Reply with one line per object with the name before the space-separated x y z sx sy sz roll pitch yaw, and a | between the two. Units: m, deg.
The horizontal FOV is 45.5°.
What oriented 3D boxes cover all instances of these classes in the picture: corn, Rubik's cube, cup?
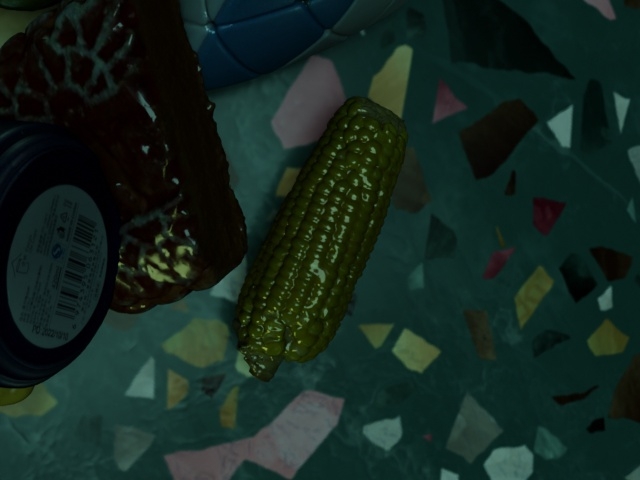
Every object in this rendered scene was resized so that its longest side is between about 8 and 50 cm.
corn | 0.000 0.000 0.668 0.097 0.097 0.261 25 86 -15
Rubik's cube | -0.027 -0.214 0.630 0.254 0.254 0.254 -1 95 -15
cup | -0.269 0.014 0.536 0.256 0.255 0.178 6 72 15

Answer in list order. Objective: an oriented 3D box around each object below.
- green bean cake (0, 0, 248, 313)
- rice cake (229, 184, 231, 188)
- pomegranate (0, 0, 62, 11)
green bean cake | -0.142 -0.064 0.575 0.198 0.097 0.232 -18 107 32
rice cake | -0.125 -0.082 0.666 0.022 0.021 0.121 -44 101 -3
pomegranate | -0.207 -0.239 0.573 0.205 0.159 0.159 36 84 -44
